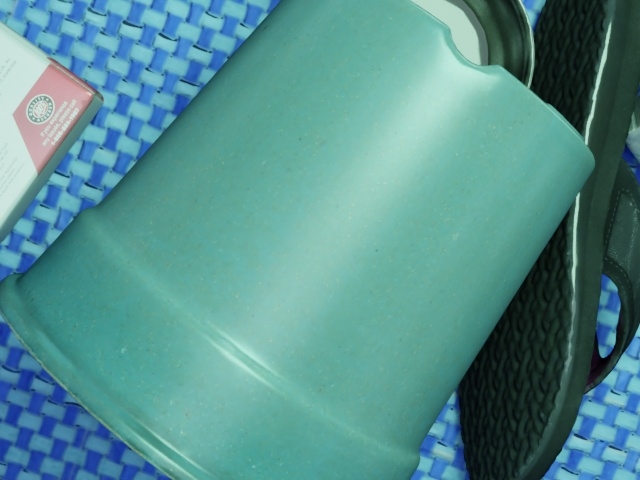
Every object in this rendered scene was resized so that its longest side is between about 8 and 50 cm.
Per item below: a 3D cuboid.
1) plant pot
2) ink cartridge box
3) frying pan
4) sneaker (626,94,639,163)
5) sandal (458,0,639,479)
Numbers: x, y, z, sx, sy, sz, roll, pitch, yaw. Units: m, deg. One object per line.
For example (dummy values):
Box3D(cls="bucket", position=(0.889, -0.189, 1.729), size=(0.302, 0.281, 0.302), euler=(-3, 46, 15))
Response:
Box3D(cls="plant pot", position=(0.000, 0.000, 1.001), size=(0.341, 0.341, 0.334), euler=(36, 92, -2))
Box3D(cls="ink cartridge box", position=(-0.311, -0.119, 1.119), size=(0.218, 0.092, 0.158), euler=(36, 91, -4))
Box3D(cls="frying pan", position=(0.084, -0.218, 1.143), size=(0.197, 0.053, 0.326), euler=(5, 92, -1))
Box3D(cls="sneaker", position=(0.319, -0.118, 1.160), size=(0.152, 0.054, 0.061), euler=(-37, 117, -4))
Box3D(cls="sandal", position=(0.214, 0.001, 1.108), size=(0.107, 0.167, 0.445), euler=(12, 92, -19))
